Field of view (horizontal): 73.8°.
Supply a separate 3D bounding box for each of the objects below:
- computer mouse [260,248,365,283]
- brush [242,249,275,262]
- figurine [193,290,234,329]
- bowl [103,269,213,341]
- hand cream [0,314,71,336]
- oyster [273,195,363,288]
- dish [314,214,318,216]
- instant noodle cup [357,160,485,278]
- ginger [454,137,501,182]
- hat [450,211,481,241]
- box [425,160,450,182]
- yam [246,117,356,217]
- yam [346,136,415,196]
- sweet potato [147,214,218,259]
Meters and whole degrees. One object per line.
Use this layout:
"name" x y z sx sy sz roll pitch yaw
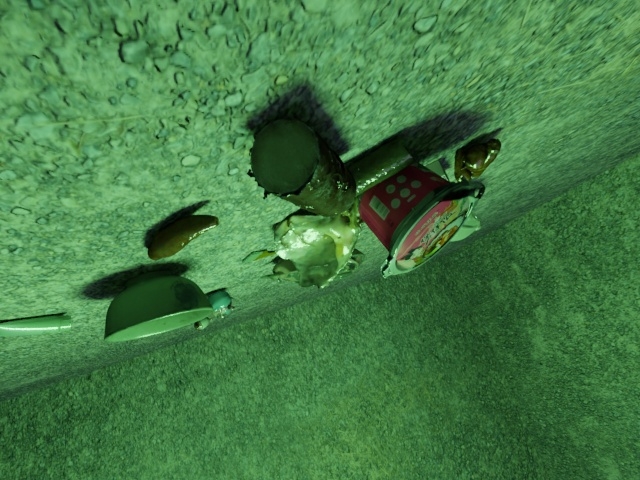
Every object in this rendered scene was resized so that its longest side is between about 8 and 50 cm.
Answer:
"computer mouse" -0.033 0.079 1.550 0.389 0.114 0.199 -11 152 9
"brush" -0.157 0.041 1.418 0.205 0.011 0.083 -10 163 -40
"figurine" -0.469 0.274 1.665 0.260 0.102 0.205 -14 -168 -9
"bowl" -0.458 0.171 1.186 0.289 0.146 0.289 -18 168 -4
"hand cream" -0.794 0.235 1.161 0.078 0.049 0.205 -28 161 32
"oyster" 0.001 -0.005 1.135 0.271 0.275 0.100 -9 -147 9
"dish" 0.054 -0.042 1.244 0.224 0.078 0.246 -17 167 -8
"instant noodle cup" 0.203 -0.076 0.989 0.302 0.181 0.258 -34 150 -14
"ginger" 0.391 -0.206 1.104 0.103 0.073 0.162 -31 164 -16
"hat" 0.409 -0.053 1.544 0.301 0.168 0.258 -25 166 17
"box" 0.285 -0.157 1.180 0.129 0.051 0.130 -26 167 20
"yam" -0.020 -0.113 0.742 0.131 0.131 0.280 -23 170 13
"yam" 0.114 -0.153 0.902 0.169 0.068 0.068 -30 164 24
"sweet potato" -0.314 0.000 0.900 0.255 0.058 0.078 -25 -173 39
